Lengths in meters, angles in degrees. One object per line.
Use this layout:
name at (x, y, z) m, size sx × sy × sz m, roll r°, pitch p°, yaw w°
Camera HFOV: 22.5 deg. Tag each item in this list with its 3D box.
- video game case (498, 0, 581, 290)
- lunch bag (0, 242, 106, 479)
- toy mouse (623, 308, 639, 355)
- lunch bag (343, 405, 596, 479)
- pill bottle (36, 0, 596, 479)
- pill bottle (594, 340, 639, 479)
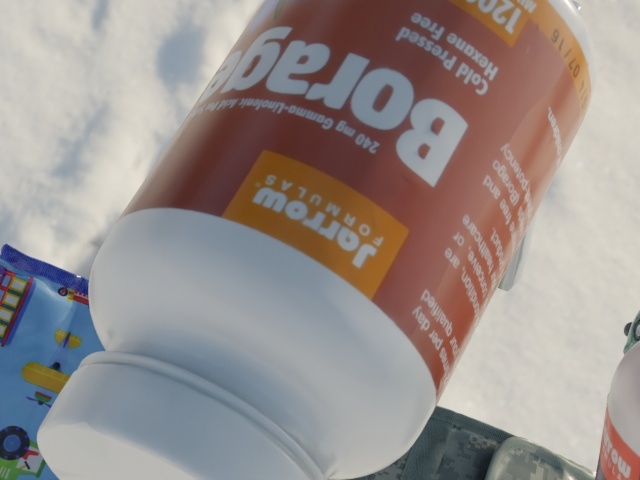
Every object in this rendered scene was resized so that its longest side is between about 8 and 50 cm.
video game case at (0.048, -0.089, 0.935) m, size 0.193 × 0.212 × 0.023 m, roll 31°, pitch 53°, yaw 22°
lunch bag at (-0.261, 0.120, 1.268) m, size 0.138 × 0.221 × 0.293 m, roll 25°, pitch -6°, yaw -22°
toy mouse at (0.252, 0.057, 1.033) m, size 0.161 × 0.143 × 0.031 m, roll -11°, pitch 55°, yaw 20°
lunch bag at (0.101, 0.277, 1.379) m, size 0.287 × 0.169 × 0.235 m, roll 16°, pitch 62°, yaw 13°
pill bottle at (0.000, 0.000, 0.540) m, size 0.121 × 0.121 × 0.216 m, roll 29°, pitch 62°, yaw 1°
pill bottle at (0.162, 0.098, 0.633) m, size 0.108 × 0.193 × 0.108 m, roll 3°, pitch 27°, yaw -1°
